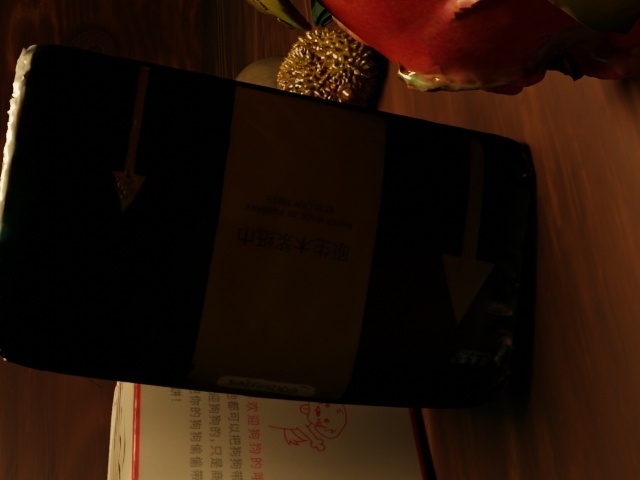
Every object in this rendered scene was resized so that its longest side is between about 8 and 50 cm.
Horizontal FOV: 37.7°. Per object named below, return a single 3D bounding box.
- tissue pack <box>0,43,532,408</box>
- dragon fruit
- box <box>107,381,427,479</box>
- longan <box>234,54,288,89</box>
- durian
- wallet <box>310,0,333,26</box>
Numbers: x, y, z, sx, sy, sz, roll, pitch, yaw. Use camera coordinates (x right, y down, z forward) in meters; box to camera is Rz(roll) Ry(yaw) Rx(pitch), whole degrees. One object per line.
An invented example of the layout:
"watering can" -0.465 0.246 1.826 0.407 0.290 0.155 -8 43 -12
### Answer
"tissue pack" -0.060 0.003 0.810 0.264 0.417 0.253 171 106 -72
"dragon fruit" 0.096 -0.192 0.535 0.305 0.306 0.225 -169 67 -76
"box" -0.077 0.251 1.054 0.300 0.312 0.314 108 161 -45
"longan" -0.056 -0.188 1.371 0.189 0.189 0.189 -177 90 -76
"durian" 0.004 -0.195 1.206 0.158 0.137 0.168 -64 27 7
"wallet" 0.005 -0.451 1.418 0.160 0.055 0.236 -157 69 -82
